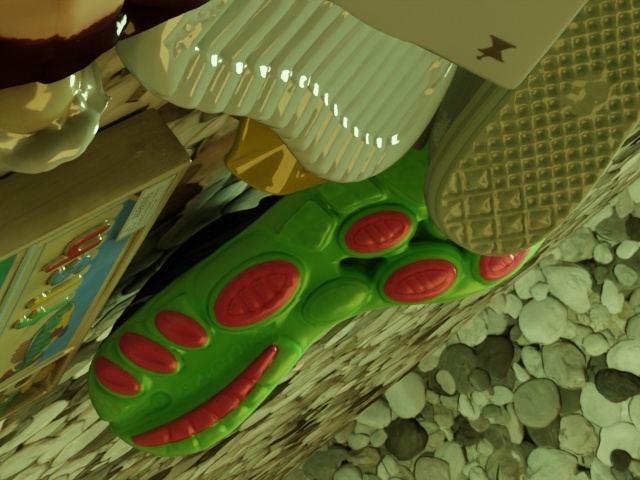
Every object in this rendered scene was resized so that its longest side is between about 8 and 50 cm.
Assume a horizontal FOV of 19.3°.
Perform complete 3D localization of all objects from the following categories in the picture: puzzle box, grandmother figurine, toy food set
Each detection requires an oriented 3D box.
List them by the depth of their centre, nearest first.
[{"bbox_3d":[-0.131,-0.129,0.915,0.207,0.104,0.342,-5,161,-19],"label":"grandmother figurine"},{"bbox_3d":[-0.269,0.073,1.399,0.272,0.052,0.409,-29,167,-33],"label":"puzzle box"},{"bbox_3d":[0.002,-0.114,1.399,0.218,0.071,0.128,-17,131,-42],"label":"toy food set"}]

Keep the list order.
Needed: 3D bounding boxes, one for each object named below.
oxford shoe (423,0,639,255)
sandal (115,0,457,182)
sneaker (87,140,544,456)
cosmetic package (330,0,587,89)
[{"bbox_3d":[0.234,-0.181,1.442,0.449,0.169,0.130,-48,-155,19],"label":"oxford shoe"},{"bbox_3d":[-0.015,-0.146,1.207,0.169,0.102,0.416,-55,158,7],"label":"sandal"},{"bbox_3d":[0.000,0.000,1.661,0.482,0.185,0.202,-29,-157,6],"label":"sneaker"},{"bbox_3d":[0.078,-0.205,0.903,0.151,0.151,0.184,-52,-163,51],"label":"cosmetic package"}]
